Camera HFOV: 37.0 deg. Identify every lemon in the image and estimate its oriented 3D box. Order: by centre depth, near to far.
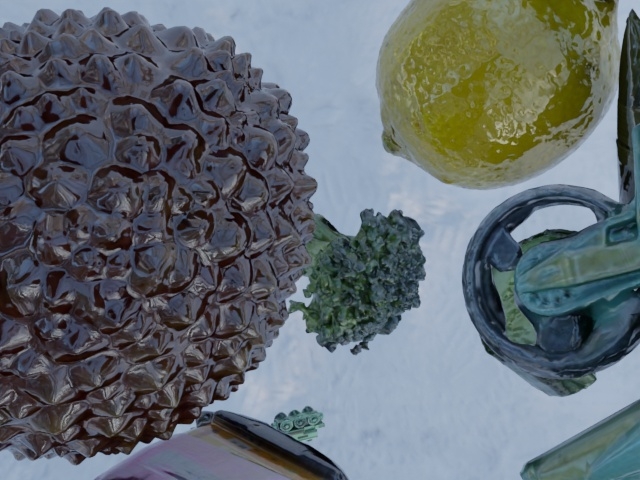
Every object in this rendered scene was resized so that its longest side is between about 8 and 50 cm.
[{"bbox_3d":[0.238,-0.231,1.299,0.336,0.336,0.336,0,97,-2],"label":"lemon"}]

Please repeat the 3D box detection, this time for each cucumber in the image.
[{"bbox_3d":[0.288,0.092,1.201,0.130,0.191,0.191,36,95,-18],"label":"cucumber"}]

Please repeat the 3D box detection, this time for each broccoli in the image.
[{"bbox_3d":[0.015,0.002,1.183,0.275,0.198,0.177,43,117,31],"label":"broccoli"}]

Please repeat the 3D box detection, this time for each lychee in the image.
[{"bbox_3d":[-0.155,-0.001,0.621,0.306,0.330,0.306,5,80,-34],"label":"lychee"}]

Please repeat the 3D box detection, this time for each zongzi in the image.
[{"bbox_3d":[0.391,-0.078,1.092,0.138,0.286,0.300,-10,132,35],"label":"zongzi"}]

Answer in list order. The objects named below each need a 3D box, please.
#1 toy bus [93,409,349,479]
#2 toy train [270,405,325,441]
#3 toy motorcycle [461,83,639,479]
[{"bbox_3d":[-0.105,0.341,0.739,0.171,0.162,0.386,19,106,38],"label":"toy bus"},{"bbox_3d":[-0.034,0.278,1.416,0.083,0.033,0.053,-8,103,-23],"label":"toy train"},{"bbox_3d":[0.206,0.017,0.369,0.296,0.109,0.198,-20,75,22],"label":"toy motorcycle"}]
